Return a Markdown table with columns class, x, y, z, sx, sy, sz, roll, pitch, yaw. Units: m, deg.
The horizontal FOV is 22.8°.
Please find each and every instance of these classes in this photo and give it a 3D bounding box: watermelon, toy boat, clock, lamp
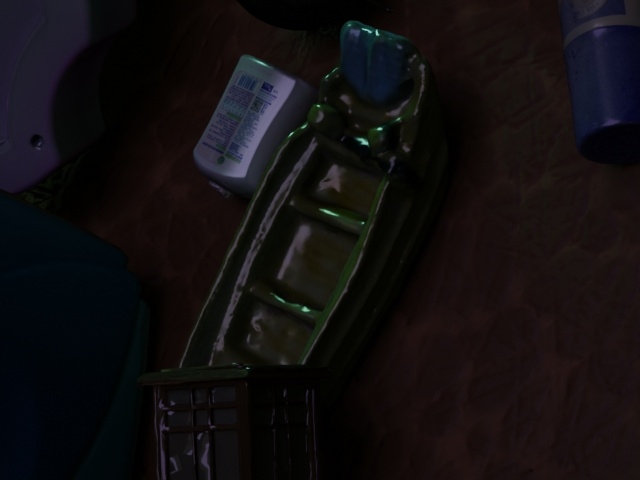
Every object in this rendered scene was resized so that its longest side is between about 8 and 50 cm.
| class | x | y | z | sx | sy | sz | roll | pitch | yaw |
| --- | --- | --- | --- | --- | --- | --- | --- | --- | --- |
| watermelon | -0.004 | -0.192 | 1.107 | 0.133 | 0.105 | 0.105 | 31 | 92 | 17 |
| toy boat | 0.004 | 0.000 | 1.038 | 0.111 | 0.084 | 0.276 | 25 | 91 | 37 |
| clock | -0.306 | -0.185 | 1.190 | 0.338 | 0.102 | 0.339 | 4 | 111 | 11 |
| lamp | -0.044 | 0.236 | 0.927 | 0.090 | 0.089 | 0.326 | -7 | 82 | 34 |

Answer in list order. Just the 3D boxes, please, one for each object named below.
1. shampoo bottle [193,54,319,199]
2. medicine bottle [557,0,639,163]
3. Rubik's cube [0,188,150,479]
| class | x | y | z | sx | sy | sz | roll | pitch | yaw |
| --- | --- | --- | --- | --- | --- | --- | --- | --- | --- |
| shampoo bottle | -0.049 | -0.076 | 1.128 | 0.072 | 0.043 | 0.099 | 28 | 91 | 41 |
| medicine bottle | 0.174 | -0.162 | 0.985 | 0.059 | 0.059 | 0.231 | -18 | 62 | 30 |
| Rubik's cube | -0.358 | 0.136 | 1.075 | 0.347 | 0.352 | 0.352 | -7 | 71 | 36 |
